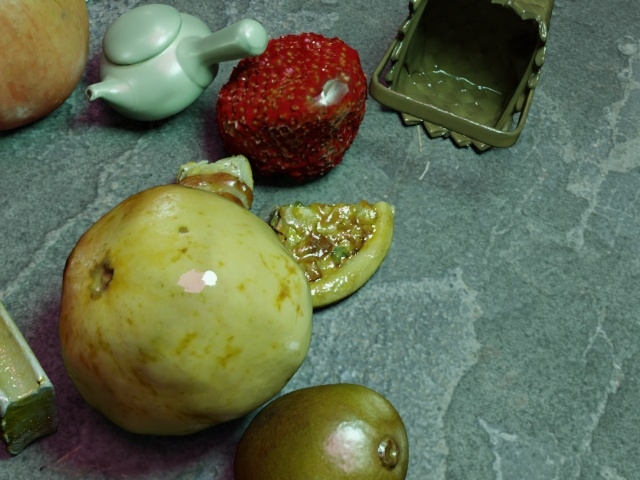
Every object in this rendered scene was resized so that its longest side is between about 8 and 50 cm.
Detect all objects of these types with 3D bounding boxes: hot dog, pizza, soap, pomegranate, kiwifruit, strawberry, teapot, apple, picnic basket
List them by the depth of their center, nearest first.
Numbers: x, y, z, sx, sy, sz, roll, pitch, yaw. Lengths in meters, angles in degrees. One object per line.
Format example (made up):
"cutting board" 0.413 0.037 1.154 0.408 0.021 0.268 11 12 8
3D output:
"kiwifruit" 0.005 0.271 1.104 0.196 0.234 0.196 13 68 -36
"soap" -0.436 0.133 1.161 0.080 0.160 0.257 -27 66 -28
"pomegranate" -0.171 0.103 1.166 0.342 0.342 0.343 5 55 -7
"hot dog" -0.169 -0.041 1.376 0.146 0.103 0.213 -2 44 13
"apple" -0.539 -0.362 1.382 0.363 0.364 0.364 5 55 -7
"pizza" 0.000 0.000 1.400 0.292 0.058 0.197 -36 68 -29
"strawberry" -0.040 -0.230 1.443 0.261 0.258 0.261 0 61 0
"teapot" -0.223 -0.308 1.453 0.318 0.149 0.220 -15 48 14
"picnic basket" 0.240 -0.293 1.506 0.254 0.291 0.321 23 46 6
